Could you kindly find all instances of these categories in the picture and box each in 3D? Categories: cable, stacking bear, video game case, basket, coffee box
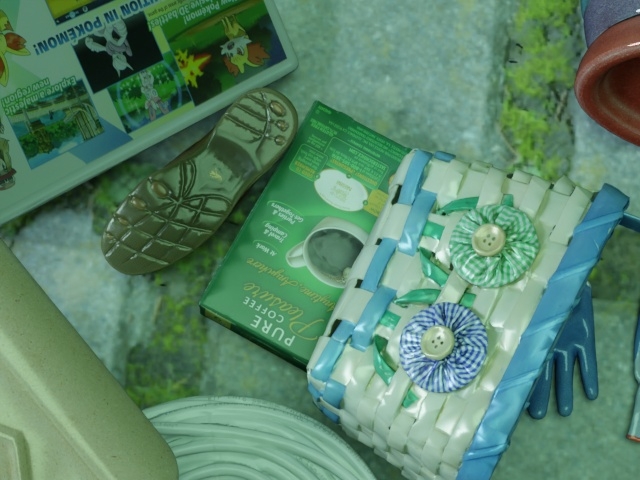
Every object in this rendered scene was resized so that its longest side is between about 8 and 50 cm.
[{"bbox_3d":[-0.071,0.234,1.012,0.257,0.089,0.257,-7,75,-9],"label":"cable"},{"bbox_3d":[0.283,-0.232,1.126,0.164,0.175,0.289,13,66,-8],"label":"stacking bear"},{"bbox_3d":[-0.186,-0.196,1.010,0.329,0.036,0.300,-33,106,-39],"label":"video game case"},{"bbox_3d":[0.148,0.087,0.986,0.289,0.201,0.255,24,76,5],"label":"basket"},{"bbox_3d":[0.000,0.000,1.101,0.113,0.040,0.184,28,76,2],"label":"coffee box"}]

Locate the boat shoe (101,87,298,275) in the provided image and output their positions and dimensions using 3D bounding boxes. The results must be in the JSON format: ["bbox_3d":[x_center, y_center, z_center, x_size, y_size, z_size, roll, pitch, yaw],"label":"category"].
[{"bbox_3d":[-0.086,-0.039,1.097,0.178,0.060,0.064,-43,88,0],"label":"boat shoe"}]

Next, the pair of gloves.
[{"bbox_3d":[0.224,0.069,1.110,0.198,0.023,0.159,14,76,1],"label":"pair of gloves"}]

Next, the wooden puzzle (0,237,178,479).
[{"bbox_3d":[-0.311,0.129,0.880,0.348,0.080,0.322,-39,93,-13],"label":"wooden puzzle"}]
